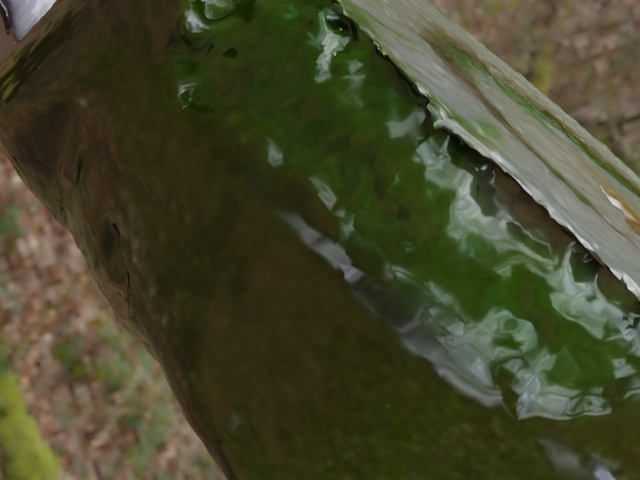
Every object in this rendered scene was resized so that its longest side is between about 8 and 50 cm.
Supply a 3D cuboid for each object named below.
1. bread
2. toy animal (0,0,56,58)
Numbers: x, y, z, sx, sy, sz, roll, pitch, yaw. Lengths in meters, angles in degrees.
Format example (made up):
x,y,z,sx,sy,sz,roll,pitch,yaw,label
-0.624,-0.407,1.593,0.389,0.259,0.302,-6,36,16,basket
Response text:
x,y,z,sx,sy,sz,roll,pitch,yaw,label
0.060,0.028,0.670,0.382,0.129,0.366,38,12,-14,bread
-0.144,-0.197,1.408,0.357,0.194,0.258,-52,171,-36,toy animal
